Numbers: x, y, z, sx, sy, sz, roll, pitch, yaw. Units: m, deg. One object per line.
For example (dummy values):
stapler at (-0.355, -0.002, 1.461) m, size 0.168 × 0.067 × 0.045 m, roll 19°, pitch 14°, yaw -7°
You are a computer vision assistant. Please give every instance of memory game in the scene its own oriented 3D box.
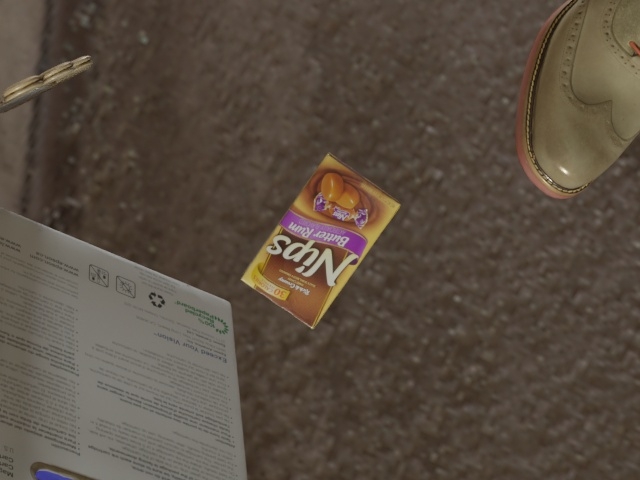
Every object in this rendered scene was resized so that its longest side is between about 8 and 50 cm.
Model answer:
memory game at (-0.285, -0.122, 1.449) m, size 0.186 × 0.012 × 0.186 m, roll -26°, pitch 7°, yaw 3°

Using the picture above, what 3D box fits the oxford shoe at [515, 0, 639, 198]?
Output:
oxford shoe at (0.289, -0.190, 1.442) m, size 0.348 × 0.123 × 0.130 m, roll -60°, pitch 20°, yaw -19°

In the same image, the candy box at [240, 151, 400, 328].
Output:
candy box at (0.000, 0.000, 1.968) m, size 0.186 × 0.109 × 0.053 m, roll -55°, pitch 3°, yaw 6°

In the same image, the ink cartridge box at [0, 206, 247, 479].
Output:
ink cartridge box at (-0.211, 0.126, 1.336) m, size 0.071 × 0.324 × 0.330 m, roll -47°, pitch 33°, yaw 31°
